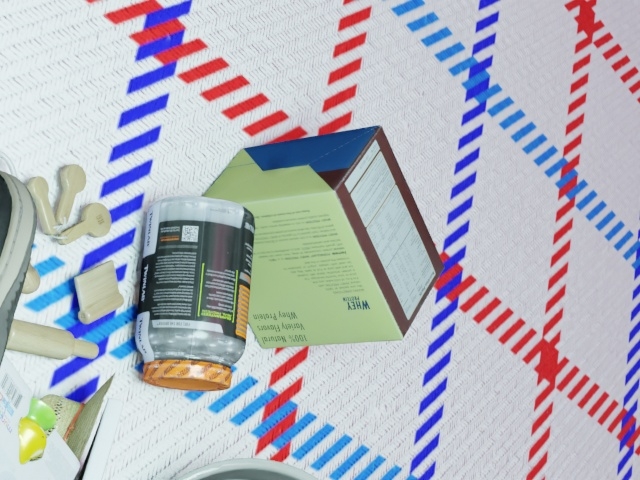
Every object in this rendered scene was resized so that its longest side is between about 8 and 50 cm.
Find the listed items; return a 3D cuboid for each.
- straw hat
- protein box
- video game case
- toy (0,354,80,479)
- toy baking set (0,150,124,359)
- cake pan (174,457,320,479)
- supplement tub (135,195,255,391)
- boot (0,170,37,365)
[{"bbox_3d":[-0.249,0.180,1.329,0.061,0.144,0.144,24,57,-8],"label":"straw hat"},{"bbox_3d":[0.000,0.000,1.606,0.136,0.200,0.201,-54,128,-45],"label":"protein box"},{"bbox_3d":[-0.221,0.245,1.296,0.019,0.143,0.157,19,48,-8],"label":"video game case"},{"bbox_3d":[-0.268,0.218,1.074,0.237,0.056,0.137,-69,144,-45],"label":"toy"},{"bbox_3d":[-0.283,0.013,1.348,0.256,0.030,0.196,14,70,-54],"label":"toy baking set"},{"bbox_3d":[-0.081,0.369,1.438,0.293,0.054,0.293,4,80,-21],"label":"cake pan"},{"bbox_3d":[-0.132,0.057,1.478,0.117,0.117,0.190,25,65,-51],"label":"supplement tub"},{"bbox_3d":[-0.376,0.013,1.062,0.284,0.138,0.377,28,31,-21],"label":"boot"}]
